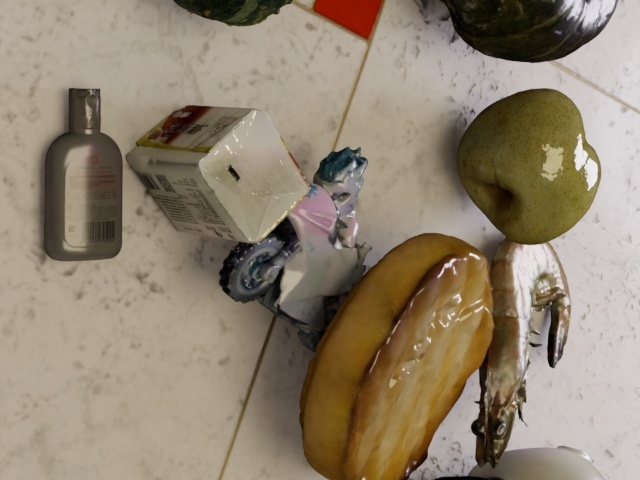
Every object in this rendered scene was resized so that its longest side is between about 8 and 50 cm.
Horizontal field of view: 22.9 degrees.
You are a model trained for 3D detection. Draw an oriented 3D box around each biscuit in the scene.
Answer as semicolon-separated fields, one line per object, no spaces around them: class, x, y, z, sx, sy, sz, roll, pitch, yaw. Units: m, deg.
biscuit;0.078;0.126;1.662;0.296;0.102;0.296;-45;150;-35

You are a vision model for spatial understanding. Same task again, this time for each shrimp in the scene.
shrimp;0.238;0.132;1.828;0.169;0.058;0.296;30;63;-42

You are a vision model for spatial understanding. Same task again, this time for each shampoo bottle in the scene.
shampoo bottle;-0.227;-0.064;1.517;0.080;0.040;0.165;-3;97;-33

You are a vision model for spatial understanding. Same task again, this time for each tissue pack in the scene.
tissue pack;-0.099;-0.067;1.539;0.099;0.149;0.106;-45;118;-22

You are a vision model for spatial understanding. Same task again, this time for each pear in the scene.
pear;0.234;-0.083;1.760;0.136;0.167;0.167;-40;116;-32

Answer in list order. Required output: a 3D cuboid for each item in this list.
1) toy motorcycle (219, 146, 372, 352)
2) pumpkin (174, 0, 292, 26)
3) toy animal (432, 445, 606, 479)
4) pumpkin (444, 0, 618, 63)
toy motorcycle;0.005;0.003;1.624;0.204;0.108;0.239;-59;162;-6
pumpkin;-0.082;-0.299;1.522;0.190;0.146;0.190;0;90;-19
toy animal;0.209;0.347;1.777;0.267;0.213;0.212;-10;101;-37
pumpkin;0.213;-0.317;1.715;0.260;0.189;0.260;0;90;-57
